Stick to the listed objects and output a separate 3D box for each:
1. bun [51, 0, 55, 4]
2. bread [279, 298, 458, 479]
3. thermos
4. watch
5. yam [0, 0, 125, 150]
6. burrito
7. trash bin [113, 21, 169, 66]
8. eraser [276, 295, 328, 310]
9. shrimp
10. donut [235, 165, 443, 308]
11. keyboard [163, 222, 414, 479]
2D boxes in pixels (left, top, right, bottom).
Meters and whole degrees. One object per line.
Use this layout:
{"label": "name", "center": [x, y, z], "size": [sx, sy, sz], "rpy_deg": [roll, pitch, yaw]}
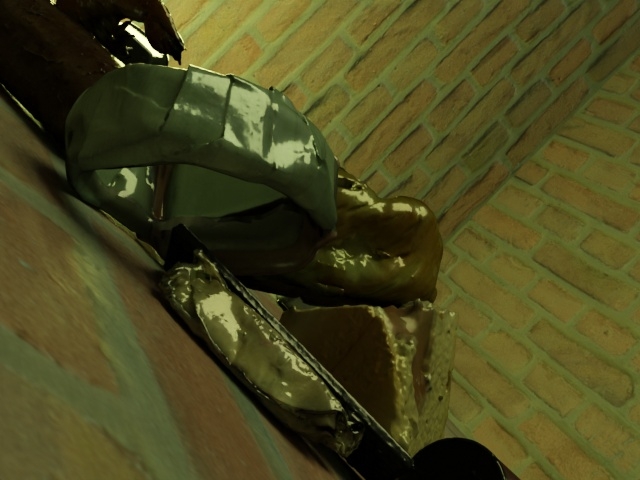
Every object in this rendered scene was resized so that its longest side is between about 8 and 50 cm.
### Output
{"label": "bun", "center": [-0.423, -0.295, 1.147], "size": [0.141, 0.083, 0.140], "rpy_deg": [-11, 90, -74]}
{"label": "bread", "center": [0.034, 0.174, 0.924], "size": [0.211, 0.223, 0.184], "rpy_deg": [-1, -15, 23]}
{"label": "thermos", "center": [0.210, 0.315, 0.790], "size": [0.136, 0.109, 0.330], "rpy_deg": [8, -28, 44]}
{"label": "watch", "center": [-0.114, -0.078, 0.787], "size": [0.241, 0.254, 0.161], "rpy_deg": [75, 15, -64]}
{"label": "yam", "center": [-0.315, -0.203, 0.944], "size": [0.280, 0.131, 0.131], "rpy_deg": [43, -1, 19]}
{"label": "burrito", "center": [-0.053, 0.102, 0.697], "size": [0.229, 0.058, 0.063], "rpy_deg": [47, -4, 10]}
{"label": "trash bin", "center": [-0.317, -0.242, 1.197], "size": [0.101, 0.176, 0.236], "rpy_deg": [42, 3, -12]}
{"label": "eraser", "center": [0.049, 0.174, 1.532], "size": [0.290, 0.104, 0.189], "rpy_deg": [45, -4, -9]}
{"label": "shrimp", "center": [-0.239, -0.205, 1.007], "size": [0.222, 0.054, 0.290], "rpy_deg": [3, -68, 38]}
{"label": "donut", "center": [0.000, 0.000, 1.078], "size": [0.361, 0.169, 0.360], "rpy_deg": [12, -10, 2]}
{"label": "keyboard", "center": [-0.040, 0.113, 0.762], "size": [0.310, 0.018, 0.101], "rpy_deg": [45, -31, 9]}
